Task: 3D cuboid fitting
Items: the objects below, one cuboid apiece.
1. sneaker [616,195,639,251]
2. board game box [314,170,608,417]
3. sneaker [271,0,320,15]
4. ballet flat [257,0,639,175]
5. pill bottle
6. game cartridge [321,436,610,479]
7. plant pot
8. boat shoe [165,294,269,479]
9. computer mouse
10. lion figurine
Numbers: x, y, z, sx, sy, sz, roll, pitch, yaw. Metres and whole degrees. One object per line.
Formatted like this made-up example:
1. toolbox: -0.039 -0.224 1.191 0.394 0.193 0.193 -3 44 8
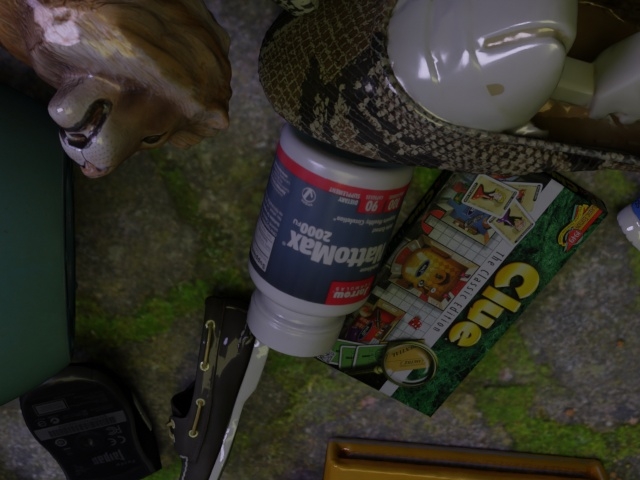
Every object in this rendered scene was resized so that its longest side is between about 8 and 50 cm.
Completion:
1. sneaker: 0.331 0.005 0.728 0.152 0.058 0.084 42 120 -13
2. board game box: 0.117 0.037 0.765 0.136 0.030 0.260 27 115 -16
3. sneaker: 0.044 -0.308 0.523 0.182 0.158 0.410 33 121 -22
4. ballet flat: 0.200 -0.119 0.590 0.482 0.182 0.164 9 83 -5
5. pill bottle: 0.000 0.000 0.700 0.107 0.108 0.180 13 118 -7
6. game cartridge: 0.130 0.358 0.924 0.285 0.053 0.324 5 117 -2
7. plant pot: -0.297 0.004 0.616 0.235 0.293 0.293 0 119 -14
8. boat shoe: -0.105 0.153 0.803 0.068 0.081 0.228 19 110 -6
9. computer mouse: -0.244 0.209 0.845 0.184 0.060 0.262 -17 128 5
10. lion figurine: -0.234 -0.180 0.551 0.142 0.392 0.240 -58 142 -3
